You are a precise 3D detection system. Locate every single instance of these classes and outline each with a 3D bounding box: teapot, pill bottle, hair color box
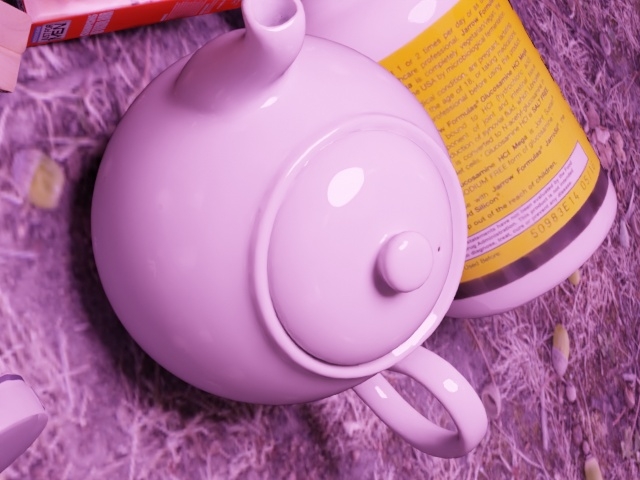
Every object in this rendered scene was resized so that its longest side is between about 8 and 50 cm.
[{"bbox_3d":[0.000,0.000,0.634,0.256,0.187,0.252,10,96,-39],"label":"teapot"},{"bbox_3d":[0.079,-0.116,0.820,0.334,0.188,0.188,54,43,-22],"label":"pill bottle"},{"bbox_3d":[-0.117,-0.188,0.666,0.167,0.053,0.093,-16,90,-21],"label":"hair color box"}]

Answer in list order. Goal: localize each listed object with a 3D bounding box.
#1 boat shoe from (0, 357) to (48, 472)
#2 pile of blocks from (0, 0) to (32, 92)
[{"bbox_3d":[-0.244,0.107,0.444,0.088,0.096,0.267,48,45,12],"label":"boat shoe"},{"bbox_3d":[-0.281,-0.012,0.437,0.362,0.113,0.149,-41,128,-45],"label":"pile of blocks"}]
